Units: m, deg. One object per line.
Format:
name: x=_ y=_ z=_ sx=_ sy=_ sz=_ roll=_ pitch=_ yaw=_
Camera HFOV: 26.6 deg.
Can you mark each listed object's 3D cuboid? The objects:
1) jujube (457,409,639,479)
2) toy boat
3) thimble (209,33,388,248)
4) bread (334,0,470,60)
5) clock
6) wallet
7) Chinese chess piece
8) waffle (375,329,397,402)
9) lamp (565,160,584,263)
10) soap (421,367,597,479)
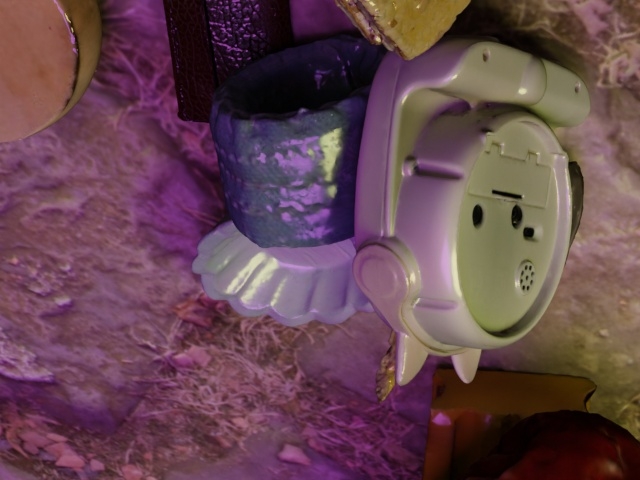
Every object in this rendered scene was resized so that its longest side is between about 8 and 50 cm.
jujube: x=0.232 y=0.357 z=1.475 sx=0.276 sy=0.276 sz=0.377 roll=26 pitch=138 yaw=-8
toy boat: x=0.000 y=0.000 z=1.453 sx=0.290 sy=0.100 sz=0.199 roll=-12 pitch=140 yaw=32
thimble: x=0.000 y=-0.103 z=1.325 sx=0.198 sy=0.235 sz=0.143 roll=6 pitch=122 yaw=29
bread: x=0.077 y=-0.263 z=1.144 sx=0.102 sy=0.196 sz=0.138 roll=25 pitch=171 yaw=38
clock: x=0.144 y=-0.021 z=1.274 sx=0.109 sy=0.265 sz=0.324 roll=9 pitch=92 yaw=36
wallet: x=-0.095 y=-0.226 z=1.369 sx=0.133 sy=0.039 sz=0.243 roll=2 pitch=126 yaw=8
Chinese chess piece: x=-0.348 y=-0.222 z=1.386 sx=0.251 sy=0.097 sz=0.250 roll=5 pitch=125 yaw=7
waffle: x=0.095 y=0.067 z=1.450 sx=0.032 sy=0.191 sz=0.125 roll=12 pitch=130 yaw=29
lamp: x=0.211 y=0.019 z=1.448 sx=0.101 sy=0.101 sz=0.250 roll=26 pitch=122 yaw=-8
soap: x=0.221 y=0.302 z=1.648 sx=0.204 sy=0.096 sz=0.324 roll=6 pitch=126 yaw=7
